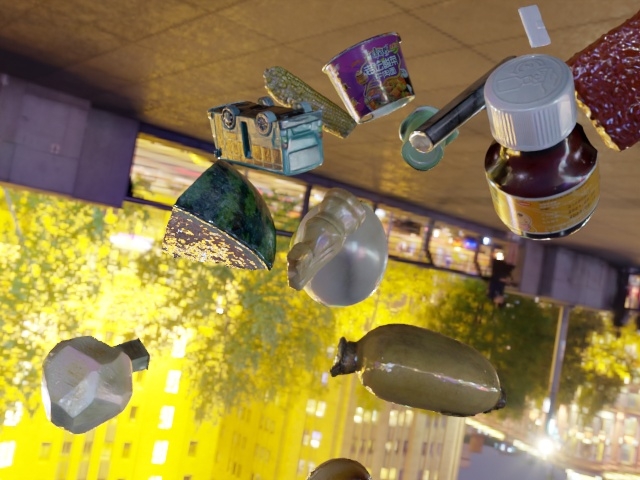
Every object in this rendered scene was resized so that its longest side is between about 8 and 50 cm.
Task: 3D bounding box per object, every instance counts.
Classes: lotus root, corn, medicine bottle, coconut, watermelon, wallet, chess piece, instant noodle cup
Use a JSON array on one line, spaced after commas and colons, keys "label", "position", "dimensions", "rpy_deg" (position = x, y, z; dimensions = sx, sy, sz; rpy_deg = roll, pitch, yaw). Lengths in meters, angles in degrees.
[{"label": "lotus root", "position": [0.171, 0.214, 1.159], "dimensions": [0.303, 0.130, 0.146], "rpy_deg": [14, -175, 0]}, {"label": "corn", "position": [-0.034, -0.373, 1.860], "dimensions": [0.288, 0.086, 0.086], "rpy_deg": [34, 176, -1]}, {"label": "medicine bottle", "position": [0.458, -0.200, 1.452], "dimensions": [0.243, 0.242, 0.395], "rpy_deg": [7, 144, 32]}, {"label": "coconut", "position": [-0.559, 0.352, 1.657], "dimensions": [0.237, 0.236, 0.197], "rpy_deg": [9, 157, 11]}, {"label": "watermelon", "position": [-0.271, -0.071, 1.610], "dimensions": [0.293, 0.283, 0.250], "rpy_deg": [-12, 132, 5]}, {"label": "wallet", "position": [0.414, -0.414, 1.329], "dimensions": [0.044, 0.083, 0.011], "rpy_deg": [-17, 175, -18]}, {"label": "chess piece", "position": [0.000, 0.000, 1.863], "dimensions": [0.137, 0.300, 0.137], "rpy_deg": [25, 147, 17]}, {"label": "instant noodle cup", "position": [0.155, -0.466, 2.017], "dimensions": [0.251, 0.190, 0.251], "rpy_deg": [-24, 180, 0]}]

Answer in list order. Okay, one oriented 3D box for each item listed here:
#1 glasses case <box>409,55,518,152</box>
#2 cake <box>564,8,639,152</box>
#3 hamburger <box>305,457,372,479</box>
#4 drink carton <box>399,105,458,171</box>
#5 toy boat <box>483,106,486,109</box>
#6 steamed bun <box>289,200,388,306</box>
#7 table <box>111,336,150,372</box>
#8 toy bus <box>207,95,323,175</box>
[{"label": "glasses case", "position": [0.341, -0.317, 1.599], "dimensions": [0.060, 0.299, 0.114], "rpy_deg": [52, 169, -6]}, {"label": "cake", "position": [0.787, -0.413, 1.759], "dimensions": [0.270, 0.269, 0.319], "rpy_deg": [-35, -179, 20]}, {"label": "hamburger", "position": [0.045, 0.692, 1.835], "dimensions": [0.237, 0.236, 0.147], "rpy_deg": [12, 178, -30]}, {"label": "drink carton", "position": [0.292, -0.280, 1.935], "dimensions": [0.144, 0.142, 0.146], "rpy_deg": [40, 126, -12]}, {"label": "toy boat", "position": [0.573, -0.518, 2.258], "dimensions": [0.066, 0.084, 0.210], "rpy_deg": [14, 133, -21]}, {"label": "steamed bun", "position": [0.069, 0.045, 2.323], "dimensions": [0.334, 0.373, 0.334], "rpy_deg": [0, -151, 0]}, {"label": "table", "position": [-0.522, 0.322, 1.877], "dimensions": [0.083, 0.062, 0.079], "rpy_deg": [-13, -137, -37]}, {"label": "toy bus", "position": [-0.120, -0.224, 1.475], "dimensions": [0.128, 0.147, 0.256], "rpy_deg": [-23, -152, -39]}]
